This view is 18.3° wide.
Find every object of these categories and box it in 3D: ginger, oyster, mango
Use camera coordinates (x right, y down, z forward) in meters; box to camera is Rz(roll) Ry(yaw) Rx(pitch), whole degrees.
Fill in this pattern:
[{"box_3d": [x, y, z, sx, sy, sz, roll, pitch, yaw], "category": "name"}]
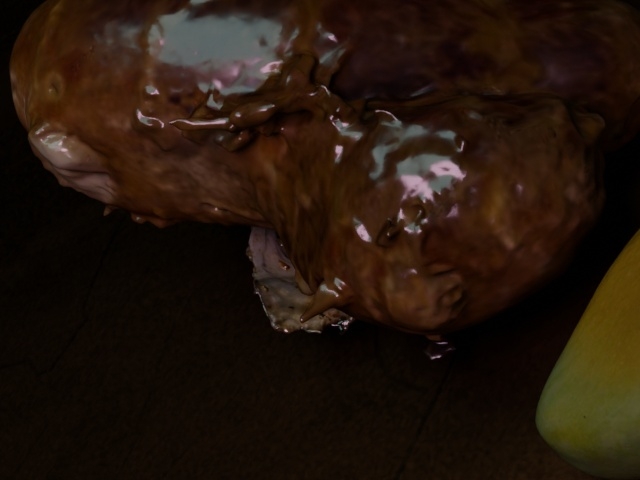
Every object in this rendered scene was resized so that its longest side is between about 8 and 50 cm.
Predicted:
[{"box_3d": [-0.014, -0.058, 1.169, 0.418, 0.176, 0.254, 8, 49, 18], "category": "ginger"}, {"box_3d": [0.000, -0.006, 1.267, 0.105, 0.056, 0.177, -30, 43, 4], "category": "oyster"}, {"box_3d": [0.191, 0.046, 1.026, 0.195, 0.092, 0.130, -42, 42, 16], "category": "mango"}]
